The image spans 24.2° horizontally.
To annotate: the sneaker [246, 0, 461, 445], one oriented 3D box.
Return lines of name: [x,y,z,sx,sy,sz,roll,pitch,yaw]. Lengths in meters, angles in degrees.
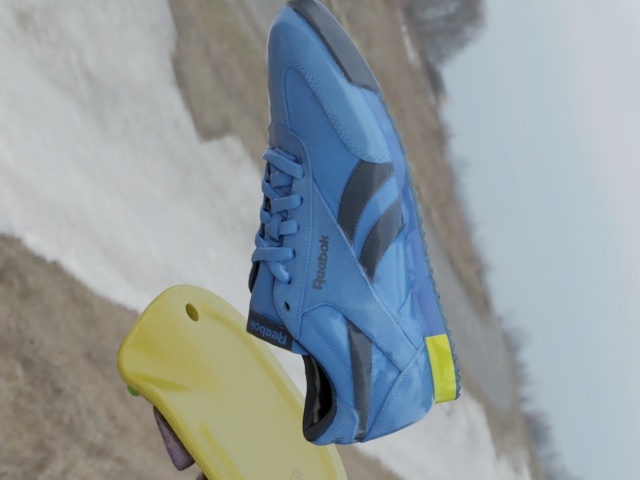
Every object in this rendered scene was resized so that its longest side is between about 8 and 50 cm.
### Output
sneaker: [0.000,0.000,0.655,0.069,0.082,0.209,-132,-156,-62]

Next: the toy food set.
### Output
toy food set: [-0.050,0.133,0.849,0.218,0.071,0.128,56,25,-4]
